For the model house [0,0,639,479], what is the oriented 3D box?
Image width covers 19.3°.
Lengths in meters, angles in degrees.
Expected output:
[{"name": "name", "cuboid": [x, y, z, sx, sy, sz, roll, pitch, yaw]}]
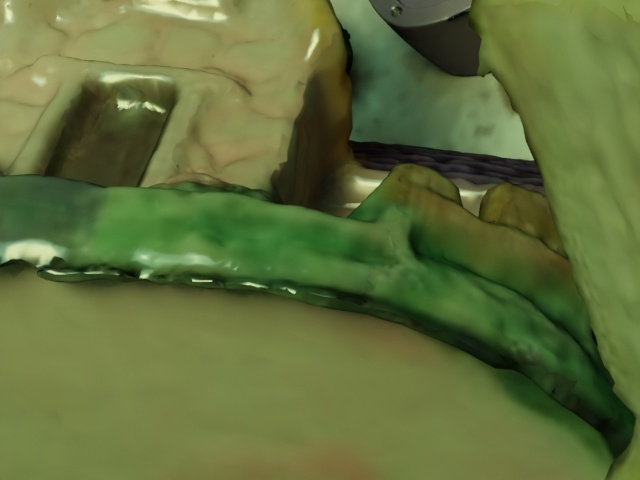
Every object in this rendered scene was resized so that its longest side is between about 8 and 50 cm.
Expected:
[{"name": "model house", "cuboid": [0.000, 0.000, 0.605, 0.236, 0.202, 0.237, 4, 44, 14]}]

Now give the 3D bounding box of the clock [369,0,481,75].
[{"name": "clock", "cuboid": [0.088, -0.137, 0.740, 0.152, 0.050, 0.110, -25, 58, 13]}]

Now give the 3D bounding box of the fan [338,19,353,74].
[{"name": "fan", "cuboid": [-0.054, -0.045, 0.773, 0.155, 0.039, 0.082, -30, 56, 9]}]

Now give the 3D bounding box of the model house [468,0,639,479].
[{"name": "model house", "cuboid": [0.213, 0.043, 0.382, 0.243, 0.298, 0.284, -31, 23, -10]}]
